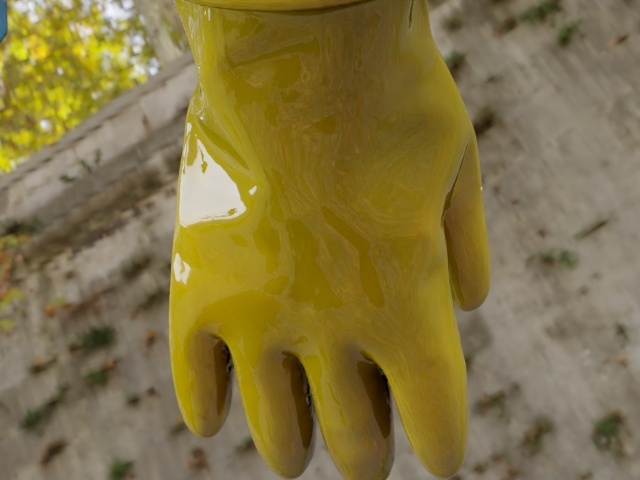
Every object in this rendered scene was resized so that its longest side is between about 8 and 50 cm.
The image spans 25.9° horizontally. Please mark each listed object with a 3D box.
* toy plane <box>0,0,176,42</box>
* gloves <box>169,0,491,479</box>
[{"bbox_3d":[-0.141,-0.242,0.705,0.254,0.105,0.271,34,-86,-12],"label":"toy plane"},{"bbox_3d":[-0.001,0.000,0.600,0.133,0.116,0.294,7,-54,17],"label":"gloves"}]
